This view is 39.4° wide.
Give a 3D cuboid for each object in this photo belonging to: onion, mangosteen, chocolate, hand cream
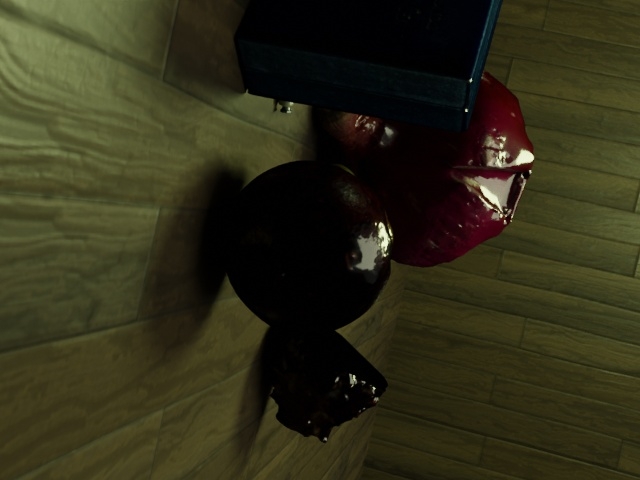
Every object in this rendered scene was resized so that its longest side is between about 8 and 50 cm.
[{"bbox_3d":[0.138,-0.160,1.604,0.420,0.398,0.398,11,93,-35],"label":"onion"},{"bbox_3d":[0.000,0.000,1.152,0.265,0.228,0.228,-29,134,-49],"label":"mangosteen"},{"bbox_3d":[-0.021,0.258,1.558,0.177,0.224,0.206,-54,145,7],"label":"chocolate"},{"bbox_3d":[-0.046,-0.228,1.238,0.035,0.022,0.102,-36,134,-61],"label":"hand cream"}]

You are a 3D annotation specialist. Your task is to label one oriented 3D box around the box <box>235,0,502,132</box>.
[{"bbox_3d":[0.073,-0.286,1.094,0.116,0.279,0.261,83,22,-59],"label":"box"}]
